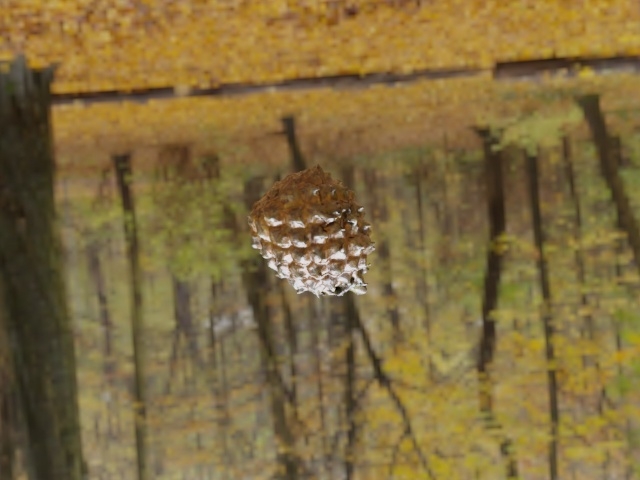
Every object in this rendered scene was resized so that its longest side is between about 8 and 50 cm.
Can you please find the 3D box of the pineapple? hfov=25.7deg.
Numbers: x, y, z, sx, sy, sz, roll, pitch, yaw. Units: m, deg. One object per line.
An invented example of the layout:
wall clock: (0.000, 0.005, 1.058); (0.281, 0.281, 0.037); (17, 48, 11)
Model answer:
pineapple: (0.000, 0.000, 1.908); (0.166, 0.193, 0.166); (-38, -166, 11)
